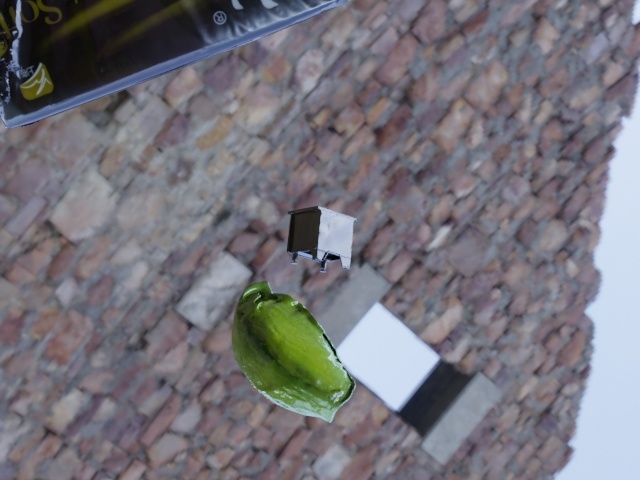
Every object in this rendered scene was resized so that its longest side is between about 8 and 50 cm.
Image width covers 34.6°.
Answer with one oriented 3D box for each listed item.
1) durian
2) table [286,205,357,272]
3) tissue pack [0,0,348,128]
[{"bbox_3d":[-0.054,0.160,1.492,0.250,0.139,0.101,43,-55,27],"label":"durian"},{"bbox_3d":[0.000,0.000,1.561,0.070,0.083,0.082,-9,-110,46],"label":"table"},{"bbox_3d":[-0.180,-0.269,1.022,0.370,0.198,0.210,-21,-158,-4],"label":"tissue pack"}]
